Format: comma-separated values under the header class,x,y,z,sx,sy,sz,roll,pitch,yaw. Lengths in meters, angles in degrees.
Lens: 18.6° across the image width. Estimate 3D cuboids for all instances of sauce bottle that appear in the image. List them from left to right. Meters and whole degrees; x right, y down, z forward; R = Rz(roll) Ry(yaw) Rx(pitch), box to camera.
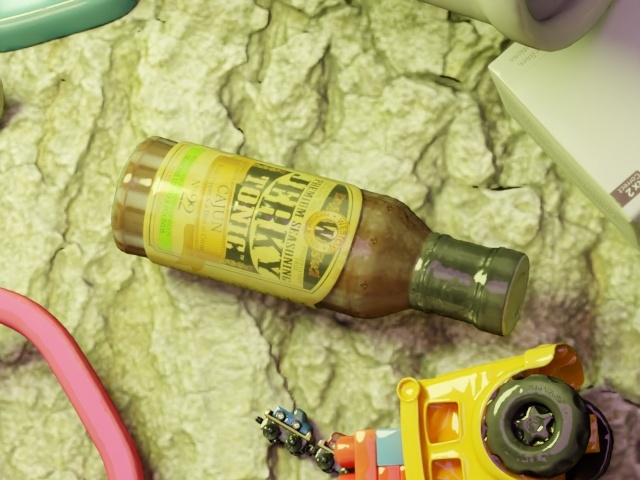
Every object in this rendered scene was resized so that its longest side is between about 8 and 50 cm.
class,x,y,z,sx,sy,sz,roll,pitch,yaw
sauce bottle,0.000,0.000,1.608,0.344,0.111,0.111,13,79,16

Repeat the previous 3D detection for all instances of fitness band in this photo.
class,x,y,z,sx,sy,sz,roll,pitch,yaw
fitness band,-0.271,0.175,1.628,0.209,0.054,0.291,-31,83,-1

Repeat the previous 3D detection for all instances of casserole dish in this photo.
class,x,y,z,sx,sy,sz,roll,pitch,yaw
casserole dish,-0.251,-0.241,1.771,0.188,0.037,0.114,-15,72,11

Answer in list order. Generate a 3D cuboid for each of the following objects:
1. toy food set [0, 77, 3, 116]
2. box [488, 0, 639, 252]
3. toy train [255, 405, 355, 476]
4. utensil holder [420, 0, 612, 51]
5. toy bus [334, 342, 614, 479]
class,x,y,z,sx,sy,sz,roll,pitch,yaw
toy food set,-0.455,-0.079,1.718,0.220,0.092,0.306,32,68,19
box,0.264,-0.119,1.569,0.181,0.119,0.182,-41,70,0
toy train,0.017,0.177,1.600,0.158,0.027,0.036,27,80,18
utensil holder,0.052,-0.355,1.468,0.385,0.327,0.327,22,82,24
toy bus,0.119,0.203,1.506,0.211,0.149,0.220,-9,75,14
